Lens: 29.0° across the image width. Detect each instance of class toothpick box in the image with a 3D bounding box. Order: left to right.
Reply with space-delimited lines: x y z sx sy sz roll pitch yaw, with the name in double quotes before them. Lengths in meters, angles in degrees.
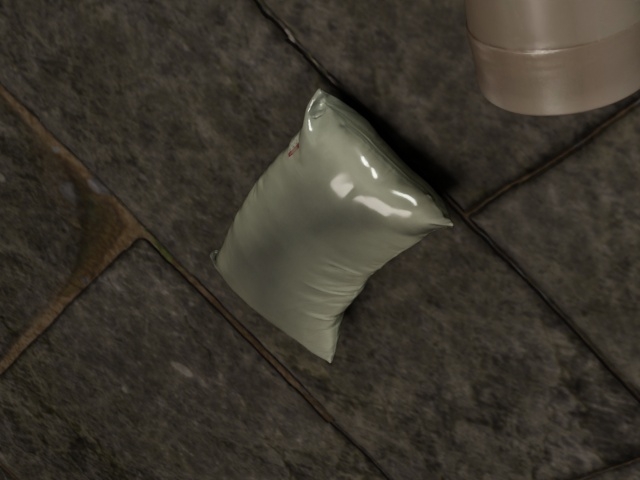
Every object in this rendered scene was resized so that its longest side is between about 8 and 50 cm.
"toothpick box" 0.131 -0.172 0.703 0.111 0.111 0.181 10 131 33

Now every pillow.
"pillow" 0.000 0.001 0.997 0.144 0.078 0.254 40 141 2
